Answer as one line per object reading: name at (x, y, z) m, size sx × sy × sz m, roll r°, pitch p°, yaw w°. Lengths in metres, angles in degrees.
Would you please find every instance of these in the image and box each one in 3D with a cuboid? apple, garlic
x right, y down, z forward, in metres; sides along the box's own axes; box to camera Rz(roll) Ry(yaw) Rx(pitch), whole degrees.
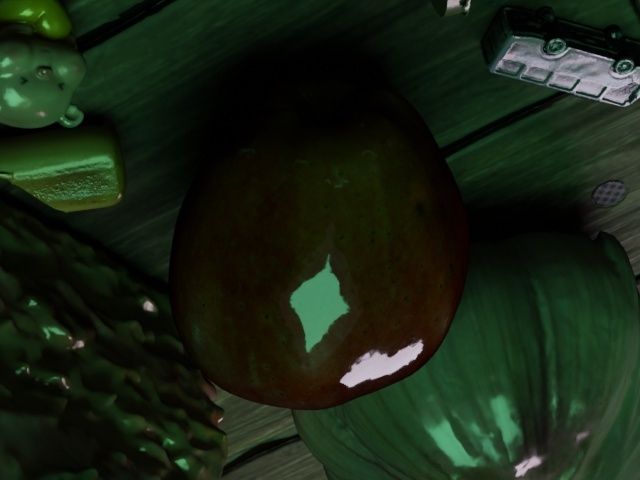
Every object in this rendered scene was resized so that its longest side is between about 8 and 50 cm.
apple at (0.000, -0.001, 1.012) m, size 0.233 × 0.234 × 0.234 m, roll -7°, pitch 137°, yaw -7°
garlic at (0.135, 0.130, 1.189) m, size 0.321 × 0.241 × 0.322 m, roll -3°, pitch 115°, yaw -7°

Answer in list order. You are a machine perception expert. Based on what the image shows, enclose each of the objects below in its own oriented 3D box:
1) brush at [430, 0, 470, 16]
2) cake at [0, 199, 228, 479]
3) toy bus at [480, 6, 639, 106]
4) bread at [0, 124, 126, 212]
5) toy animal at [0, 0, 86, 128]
brush at (0.098, -0.274, 0.866) m, size 0.065 × 0.070 × 0.327 m, roll -15°, pitch 139°, yaw -13°
cake at (-0.249, 0.171, 1.058) m, size 0.314 × 0.307 × 0.293 m, roll 28°, pitch 125°, yaw -35°
toy bus at (0.182, -0.133, 1.048) m, size 0.130 × 0.037 × 0.052 m, roll 11°, pitch 134°, yaw -23°
bread at (-0.191, -0.050, 1.029) m, size 0.103 × 0.049 × 0.062 m, roll -9°, pitch 129°, yaw -4°
toy animal at (-0.204, -0.116, 0.934) m, size 0.114 × 0.082 × 0.091 m, roll 14°, pitch 129°, yaw -25°
